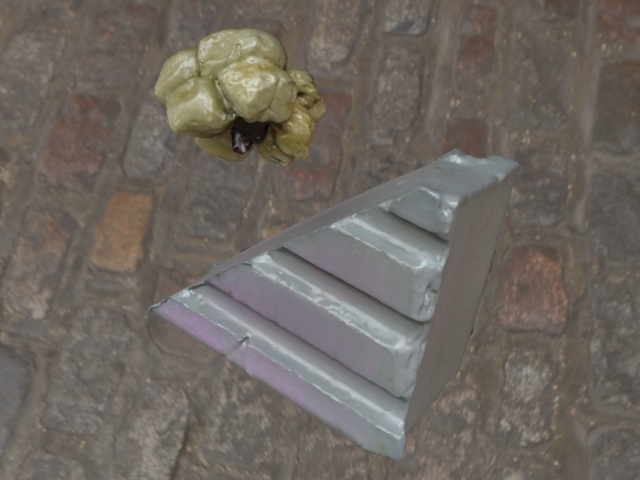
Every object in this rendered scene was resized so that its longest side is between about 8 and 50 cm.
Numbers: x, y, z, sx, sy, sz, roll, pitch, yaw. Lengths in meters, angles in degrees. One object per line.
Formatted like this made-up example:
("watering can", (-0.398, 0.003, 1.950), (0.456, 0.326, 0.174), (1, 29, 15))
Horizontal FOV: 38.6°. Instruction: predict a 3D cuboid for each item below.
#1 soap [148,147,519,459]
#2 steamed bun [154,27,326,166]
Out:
("soap", (0.000, 0.000, 0.795), (0.302, 0.258, 0.159), (26, 36, 26))
("steamed bun", (-0.103, -0.154, 1.084), (0.192, 0.177, 0.106), (-4, 62, 21))
